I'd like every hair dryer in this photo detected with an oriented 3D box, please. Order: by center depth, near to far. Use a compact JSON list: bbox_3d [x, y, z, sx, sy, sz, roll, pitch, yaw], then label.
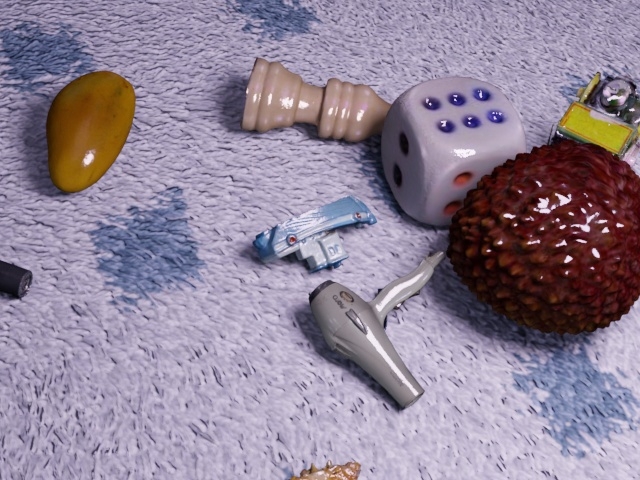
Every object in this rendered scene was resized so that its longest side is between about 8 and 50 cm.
[{"bbox_3d":[-0.542,0.095,1.424,0.173,0.050,0.194,16,54,7],"label":"hair dryer"},{"bbox_3d":[0.116,0.138,1.447,0.225,0.088,0.218,-16,68,-11],"label":"hair dryer"}]

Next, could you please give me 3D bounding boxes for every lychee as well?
[{"bbox_3d":[0.361,-0.002,1.480,0.331,0.306,0.306,-3,44,25],"label":"lychee"}]

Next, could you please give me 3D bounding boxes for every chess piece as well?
[{"bbox_3d":[0.020,-0.234,1.748,0.307,0.124,0.139,11,19,-3],"label":"chess piece"}]

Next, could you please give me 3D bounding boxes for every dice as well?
[{"bbox_3d":[0.221,-0.149,1.642,0.193,0.191,0.194,-11,54,-15],"label":"dice"}]

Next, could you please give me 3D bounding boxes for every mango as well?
[{"bbox_3d":[-0.396,-0.184,1.638,0.139,0.113,0.253,14,56,-1],"label":"mango"}]

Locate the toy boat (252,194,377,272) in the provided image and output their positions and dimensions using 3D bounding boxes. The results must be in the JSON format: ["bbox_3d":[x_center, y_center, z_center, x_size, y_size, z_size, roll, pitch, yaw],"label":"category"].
[{"bbox_3d":[0.000,0.000,1.567,0.215,0.088,0.102,-24,91,-26],"label":"toy boat"}]

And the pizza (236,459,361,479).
[{"bbox_3d":[-0.016,0.356,1.265,0.188,0.062,0.199,46,51,13],"label":"pizza"}]

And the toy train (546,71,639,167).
[{"bbox_3d":[0.468,-0.161,1.653,0.134,0.260,0.177,29,65,17],"label":"toy train"}]

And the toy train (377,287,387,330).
[{"bbox_3d":[0.096,0.110,1.515,0.017,0.017,0.083,-2,48,9],"label":"toy train"}]
